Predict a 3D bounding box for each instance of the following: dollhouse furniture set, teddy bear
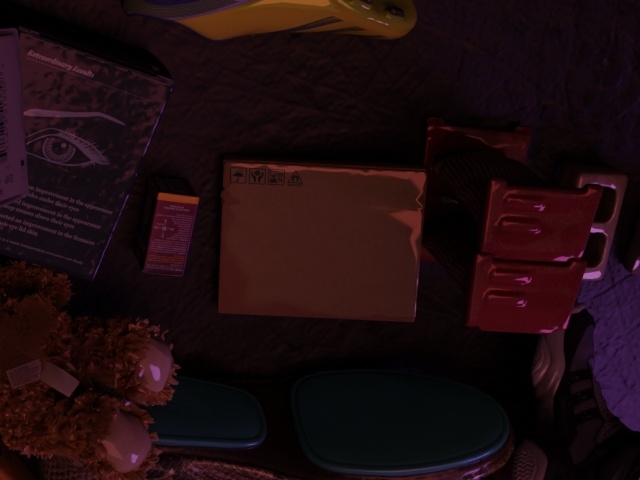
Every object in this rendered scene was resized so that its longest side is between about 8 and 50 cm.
[{"bbox_3d":[0.289,-0.011,1.677,0.374,0.201,0.152,3,110,-19],"label":"dollhouse furniture set"},{"bbox_3d":[-0.294,0.117,1.535,0.338,0.113,0.245,5,65,-18],"label":"teddy bear"}]

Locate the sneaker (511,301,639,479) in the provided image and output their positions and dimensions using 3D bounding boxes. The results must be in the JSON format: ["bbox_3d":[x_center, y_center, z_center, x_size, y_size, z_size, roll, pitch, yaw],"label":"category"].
[{"bbox_3d":[0.291,0.189,1.731,0.153,0.269,0.101,6,147,17],"label":"sneaker"}]

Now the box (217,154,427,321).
[{"bbox_3d":[0.000,0.000,1.653,0.201,0.021,0.164,3,111,-3],"label":"box"}]

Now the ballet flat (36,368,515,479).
[{"bbox_3d":[-0.051,0.221,1.702,0.482,0.164,0.182,3,132,-15],"label":"ballet flat"}]

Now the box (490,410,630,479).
[{"bbox_3d":[0.335,0.343,1.871,0.154,0.142,0.300,-35,118,-3],"label":"box"}]

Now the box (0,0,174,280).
[{"bbox_3d":[-0.246,-0.090,1.513,0.153,0.108,0.207,19,103,-24],"label":"box"}]

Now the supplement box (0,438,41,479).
[{"bbox_3d":[-0.338,0.233,1.632,0.080,0.078,0.233,-35,117,1],"label":"supplement box"}]

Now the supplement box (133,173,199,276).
[{"bbox_3d":[-0.149,-0.015,1.608,0.043,0.055,0.083,6,108,-20],"label":"supplement box"}]

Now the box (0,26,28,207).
[{"bbox_3d":[-0.375,-0.099,1.388,0.232,0.127,0.149,0,101,13],"label":"box"}]

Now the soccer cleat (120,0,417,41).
[{"bbox_3d":[-0.049,-0.228,1.552,0.289,0.093,0.121,8,139,-26],"label":"soccer cleat"}]
